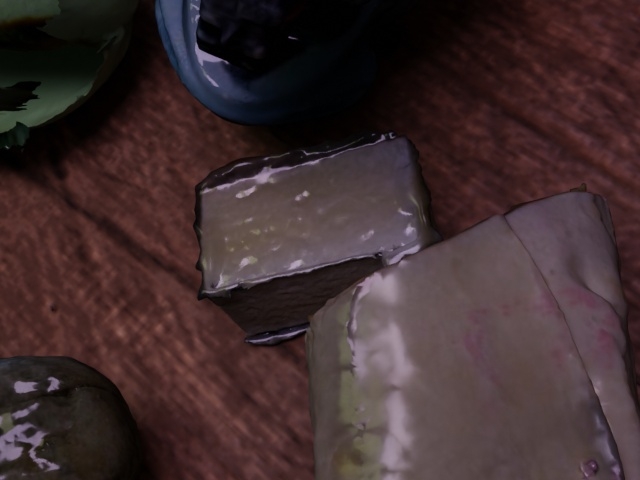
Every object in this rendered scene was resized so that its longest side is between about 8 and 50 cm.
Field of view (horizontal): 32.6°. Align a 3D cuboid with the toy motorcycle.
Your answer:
[{"bbox_3d":[0.013,-0.221,0.596,0.172,0.232,0.416,23,57,-3],"label":"toy motorcycle"}]

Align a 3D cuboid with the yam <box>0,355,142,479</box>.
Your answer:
[{"bbox_3d":[-0.247,0.128,0.537,0.330,0.133,0.133,-14,59,8],"label":"yam"}]

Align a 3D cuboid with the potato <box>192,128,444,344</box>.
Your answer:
[{"bbox_3d":[0.002,-0.001,0.551,0.122,0.061,0.086,-14,59,11],"label":"potato"}]

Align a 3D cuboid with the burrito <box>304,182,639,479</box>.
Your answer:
[{"bbox_3d":[0.065,0.113,0.439,0.143,0.105,0.299,2,61,-7],"label":"burrito"}]

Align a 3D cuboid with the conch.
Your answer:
[{"bbox_3d":[-0.208,-0.125,0.663,0.251,0.143,0.137,-37,14,13],"label":"conch"}]
